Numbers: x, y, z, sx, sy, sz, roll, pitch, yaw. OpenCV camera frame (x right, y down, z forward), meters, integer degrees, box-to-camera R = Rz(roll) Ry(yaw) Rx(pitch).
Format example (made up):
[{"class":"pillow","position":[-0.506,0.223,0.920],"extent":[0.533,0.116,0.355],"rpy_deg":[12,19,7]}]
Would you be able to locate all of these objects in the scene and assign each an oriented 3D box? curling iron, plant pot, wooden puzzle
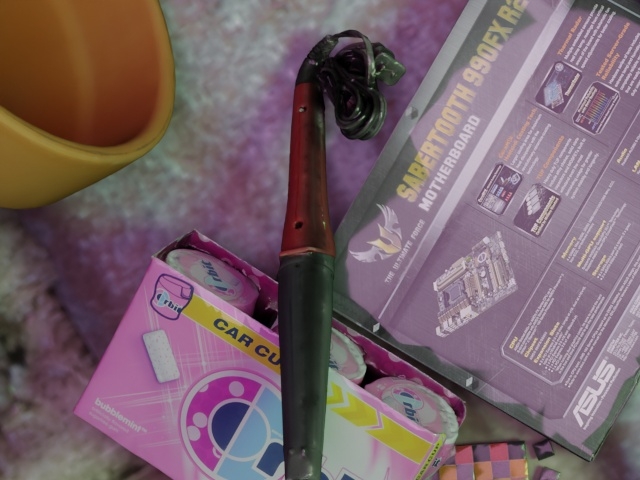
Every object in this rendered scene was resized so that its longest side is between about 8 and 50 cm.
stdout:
[{"class":"curling iron","position":[0.000,0.000,0.989],"extent":[0.035,0.068,0.274],"rpy_deg":[28,54,-29]},{"class":"plant pot","position":[-0.243,-0.117,0.987],"extent":[0.203,0.291,0.291],"rpy_deg":[-32,84,23]},{"class":"wooden puzzle","position":[0.092,0.137,1.054],"extent":[0.083,0.006,0.049],"rpy_deg":[-5,88,8]}]

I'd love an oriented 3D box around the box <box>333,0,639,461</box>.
[{"class":"box","position":[0.125,-0.024,1.028],"extent":[0.183,0.056,0.231],"rpy_deg":[30,93,9]}]

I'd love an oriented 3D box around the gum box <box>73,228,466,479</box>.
[{"class":"gum box","position":[-0.025,0.093,1.028],"extent":[0.188,0.062,0.107],"rpy_deg":[32,112,7]}]
